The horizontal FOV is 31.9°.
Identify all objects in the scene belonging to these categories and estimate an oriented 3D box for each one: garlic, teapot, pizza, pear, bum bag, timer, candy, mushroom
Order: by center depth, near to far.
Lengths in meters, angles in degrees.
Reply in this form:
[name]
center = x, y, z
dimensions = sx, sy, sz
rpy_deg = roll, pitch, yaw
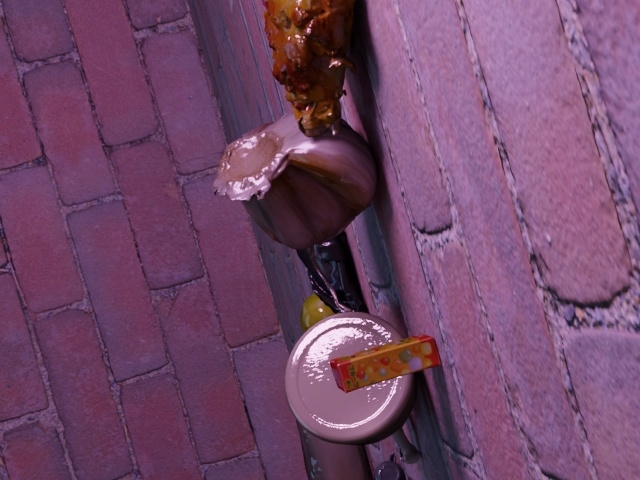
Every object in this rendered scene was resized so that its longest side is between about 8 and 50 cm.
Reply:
[pizza]
center = -0.019, -0.263, 1.259
dimensions = 0.229, 0.081, 0.290
rpy_deg = 163, 101, -73
[candy]
center = 0.076, 0.146, 1.336
dimensions = 0.062, 0.122, 0.038
rpy_deg = 165, 90, -82
[garlic]
center = -0.035, -0.041, 1.382
dimensions = 0.207, 0.207, 0.257
rpy_deg = 107, 162, -77
[timer]
center = 0.075, 0.221, 1.558
dimensions = 0.266, 0.175, 0.175
rpy_deg = 49, -161, -61
[bum bag]
center = 0.000, 0.000, 1.781
dimensions = 0.310, 0.074, 0.137
rpy_deg = 69, 161, -7
[teapot]
center = 0.111, 0.393, 1.888
dimensions = 0.083, 0.049, 0.064
rpy_deg = 92, 160, -69
[pear]
center = 0.003, 0.137, 2.023
dimensions = 0.092, 0.092, 0.097
rpy_deg = 82, 169, -47
[mushroom]
center = 0.027, 0.442, 2.310
dimensions = 0.407, 0.137, 0.154
rpy_deg = 71, 161, 2
